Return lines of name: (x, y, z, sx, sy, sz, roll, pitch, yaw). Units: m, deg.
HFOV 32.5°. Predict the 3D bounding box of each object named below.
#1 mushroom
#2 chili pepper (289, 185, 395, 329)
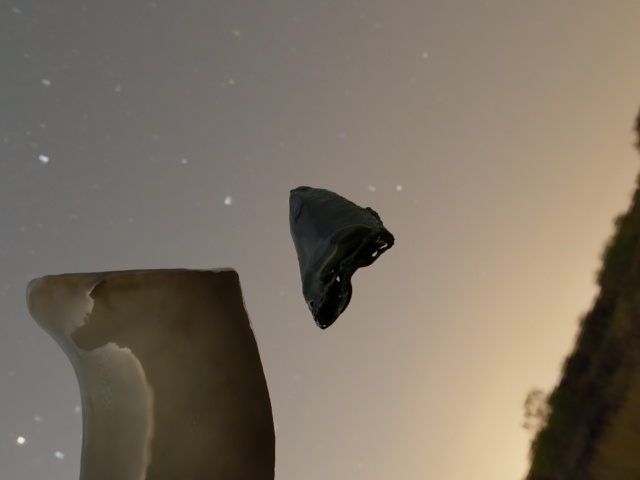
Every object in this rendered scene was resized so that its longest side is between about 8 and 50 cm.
mushroom: (-0.116, 0.216, 0.575, 0.356, 0.315, 0.315, 62, -139, -23)
chili pepper: (0.002, 0.002, 1.026, 0.108, 0.062, 0.216, -52, 21, 9)
